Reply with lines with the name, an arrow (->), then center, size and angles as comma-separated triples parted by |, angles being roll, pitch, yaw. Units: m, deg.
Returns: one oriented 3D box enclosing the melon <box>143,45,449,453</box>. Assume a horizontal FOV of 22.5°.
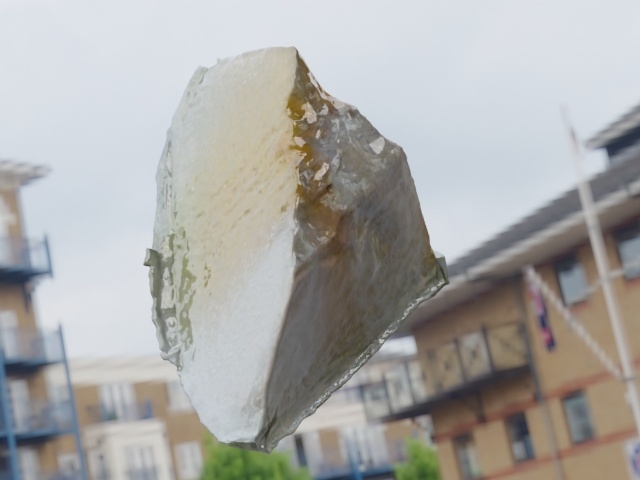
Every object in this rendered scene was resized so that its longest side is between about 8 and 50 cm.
melon -> 0.001, 0.002, 0.714 | 0.139, 0.202, 0.093 | 13, -34, -28
